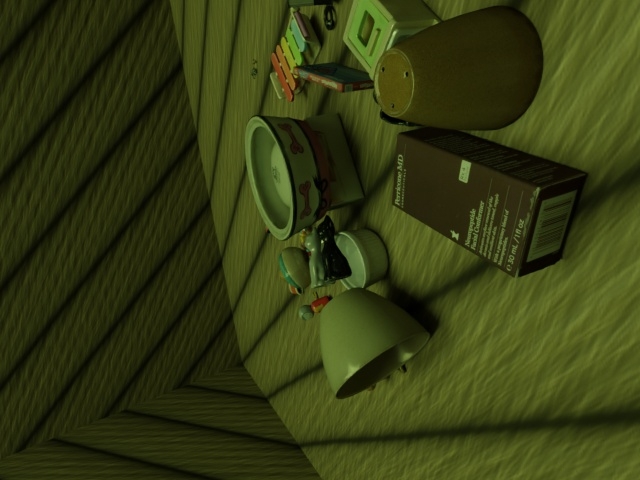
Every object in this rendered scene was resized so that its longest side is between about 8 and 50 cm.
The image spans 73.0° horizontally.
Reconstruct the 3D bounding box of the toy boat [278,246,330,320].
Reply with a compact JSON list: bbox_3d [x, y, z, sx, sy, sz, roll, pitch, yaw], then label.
[{"bbox_3d":[-0.088,0.180,1.848,0.318,0.148,0.267,60,-172,0],"label":"toy boat"}]

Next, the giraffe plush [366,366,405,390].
[{"bbox_3d":[0.198,0.424,1.503,0.170,0.181,0.210,-5,66,54],"label":"giraffe plush"}]

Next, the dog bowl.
[{"bbox_3d":[-0.109,-0.213,1.420,0.408,0.150,0.408,48,147,46],"label":"dog bowl"}]

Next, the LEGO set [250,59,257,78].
[{"bbox_3d":[-0.302,-0.762,1.928,0.054,0.023,0.083,39,138,50],"label":"LEGO set"}]

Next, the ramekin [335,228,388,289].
[{"bbox_3d":[0.133,0.058,1.437,0.207,0.109,0.207,40,139,48],"label":"ramekin"}]

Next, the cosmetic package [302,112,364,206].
[{"bbox_3d":[0.020,-0.255,1.455,0.153,0.129,0.296,-25,82,66],"label":"cosmetic package"}]

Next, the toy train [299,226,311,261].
[{"bbox_3d":[-0.053,-0.001,1.838,0.125,0.046,0.166,-136,34,-64],"label":"toy train"}]

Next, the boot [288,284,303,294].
[{"bbox_3d":[-0.126,0.192,2.108,0.084,0.059,0.158,18,129,57],"label":"boot"}]

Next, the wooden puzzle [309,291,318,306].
[{"bbox_3d":[-0.029,0.284,2.012,0.116,0.014,0.079,-46,59,61],"label":"wooden puzzle"}]

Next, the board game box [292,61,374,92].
[{"bbox_3d":[0.047,-0.475,1.251,0.281,0.145,0.027,43,140,48],"label":"board game box"}]

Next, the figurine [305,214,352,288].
[{"bbox_3d":[0.011,0.042,1.464,0.215,0.092,0.209,143,117,-64],"label":"figurine"}]

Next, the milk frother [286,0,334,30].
[{"bbox_3d":[-0.029,-0.701,1.281,0.129,0.134,0.143,-85,-9,-71],"label":"milk frother"}]

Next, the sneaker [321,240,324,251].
[{"bbox_3d":[0.000,0.000,1.720,0.212,0.080,0.094,130,131,-62],"label":"sneaker"}]

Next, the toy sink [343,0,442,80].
[{"bbox_3d":[0.170,-0.475,1.016,0.234,0.131,0.153,61,152,24],"label":"toy sink"}]

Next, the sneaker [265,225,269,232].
[{"bbox_3d":[-0.208,-0.148,2.000,0.314,0.116,0.136,-49,57,59],"label":"sneaker"}]

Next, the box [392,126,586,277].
[{"bbox_3d":[0.324,-0.105,0.922,0.381,0.143,0.191,42,141,51],"label":"box"}]

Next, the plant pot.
[{"bbox_3d":[0.238,-0.314,0.834,0.237,0.254,0.237,44,143,48],"label":"plant pot"}]

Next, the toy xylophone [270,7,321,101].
[{"bbox_3d":[-0.099,-0.658,1.512,0.236,0.081,0.323,65,153,19],"label":"toy xylophone"}]

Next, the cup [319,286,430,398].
[{"bbox_3d":[0.127,0.284,1.314,0.237,0.331,0.331,56,149,29],"label":"cup"}]

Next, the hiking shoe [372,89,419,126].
[{"bbox_3d":[0.186,-0.345,1.081,0.227,0.114,0.086,45,142,46],"label":"hiking shoe"}]
